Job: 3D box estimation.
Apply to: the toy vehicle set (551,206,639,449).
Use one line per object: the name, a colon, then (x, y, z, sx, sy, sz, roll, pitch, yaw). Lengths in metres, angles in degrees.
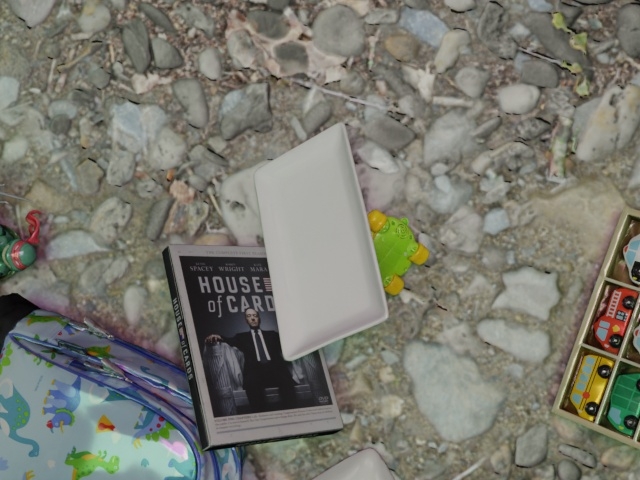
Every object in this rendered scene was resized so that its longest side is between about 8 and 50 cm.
toy vehicle set: (0.397, 0.110, 0.961, 0.166, 0.035, 0.266, 19, 89, 32)

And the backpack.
backpack: (-0.264, 0.250, 0.962, 0.356, 0.273, 0.290, 22, 85, -12)

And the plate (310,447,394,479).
plate: (0.014, 0.443, 1.013, 0.277, 0.045, 0.278, -30, 86, 3)

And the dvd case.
dvd case: (-0.079, 0.116, 0.951, 0.179, 0.029, 0.238, 2, 62, -37)

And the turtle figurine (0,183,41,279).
turtle figurine: (-0.447, 0.014, 1.035, 0.234, 0.118, 0.175, -1, 73, 20)

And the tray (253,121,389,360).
tray: (0.000, 0.000, 0.977, 0.145, 0.030, 0.270, -26, 57, 24)

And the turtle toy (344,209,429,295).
turtle toy: (0.064, 0.022, 1.013, 0.095, 0.066, 0.130, 38, 94, -18)
